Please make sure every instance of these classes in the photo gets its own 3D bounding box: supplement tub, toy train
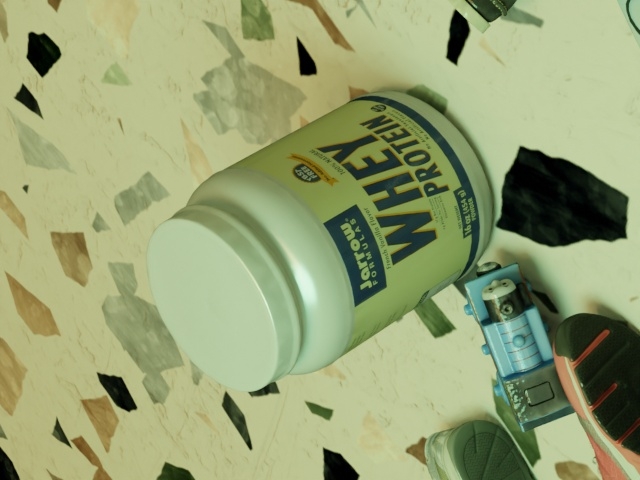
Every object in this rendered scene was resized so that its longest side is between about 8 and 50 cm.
[{"bbox_3d":[0.000,0.000,1.884,0.235,0.325,0.235,30,135,34],"label":"supplement tub"},{"bbox_3d":[0.213,0.112,1.893,0.105,0.080,0.184,-111,1,-81],"label":"toy train"}]

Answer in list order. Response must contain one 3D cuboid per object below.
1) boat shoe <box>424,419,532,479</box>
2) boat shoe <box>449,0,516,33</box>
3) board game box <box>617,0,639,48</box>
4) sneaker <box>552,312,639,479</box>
[{"bbox_3d":[0.218,0.366,2.076,0.103,0.118,0.320,-26,90,61],"label":"boat shoe"},{"bbox_3d":[0.118,-0.313,1.749,0.079,0.084,0.233,-42,70,16],"label":"boat shoe"},{"bbox_3d":[0.365,-0.178,1.469,0.144,0.142,0.275,-18,101,54],"label":"board game box"},{"bbox_3d":[0.322,0.226,1.840,0.313,0.116,0.136,57,146,3],"label":"sneaker"}]
